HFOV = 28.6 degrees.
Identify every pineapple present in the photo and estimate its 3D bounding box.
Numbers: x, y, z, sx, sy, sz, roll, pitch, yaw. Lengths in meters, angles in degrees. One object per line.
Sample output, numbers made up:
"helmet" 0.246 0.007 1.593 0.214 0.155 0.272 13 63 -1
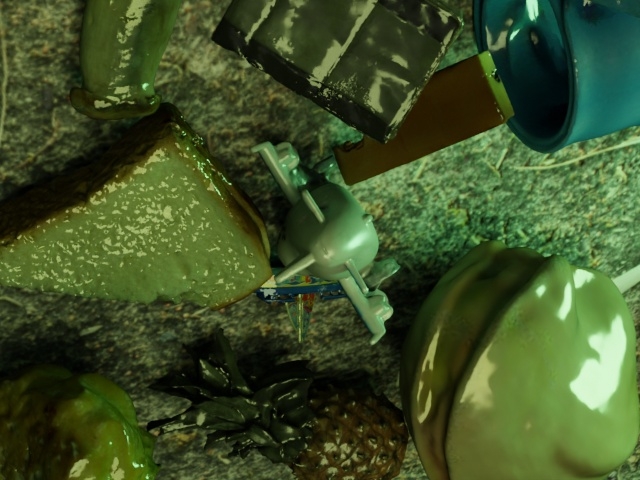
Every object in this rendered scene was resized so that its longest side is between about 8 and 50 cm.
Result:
"pineapple" -0.052 0.227 1.626 0.364 0.165 0.166 25 110 -32

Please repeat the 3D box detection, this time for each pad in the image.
"pad" 0.021 -0.230 1.368 0.233 0.022 0.174 31 109 -9

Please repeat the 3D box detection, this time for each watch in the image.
"watch" 0.294 -0.230 1.362 0.241 0.305 0.275 -15 120 -12

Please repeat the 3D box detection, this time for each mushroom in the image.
"mushroom" -0.184 -0.264 1.278 0.099 0.081 0.312 -1 119 -37

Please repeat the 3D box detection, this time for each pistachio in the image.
"pistachio" 0.266 0.186 1.652 0.365 0.281 0.445 -52 140 -19

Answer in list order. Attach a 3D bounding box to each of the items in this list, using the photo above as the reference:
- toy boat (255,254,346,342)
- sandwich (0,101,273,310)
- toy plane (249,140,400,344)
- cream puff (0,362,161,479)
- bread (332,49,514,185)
"toy boat" -0.024 0.074 1.570 0.175 0.091 0.110 -2 105 -28
"sandwich" -0.215 0.007 1.422 0.288 0.100 0.254 -29 132 5
"toy plane" 0.005 -0.003 1.435 0.122 0.267 0.267 -31 129 4
"cream puff" -0.305 0.280 1.492 0.282 0.282 0.185 -53 149 16
"bread" 0.109 -0.139 1.446 0.226 0.049 0.088 -19 100 35
